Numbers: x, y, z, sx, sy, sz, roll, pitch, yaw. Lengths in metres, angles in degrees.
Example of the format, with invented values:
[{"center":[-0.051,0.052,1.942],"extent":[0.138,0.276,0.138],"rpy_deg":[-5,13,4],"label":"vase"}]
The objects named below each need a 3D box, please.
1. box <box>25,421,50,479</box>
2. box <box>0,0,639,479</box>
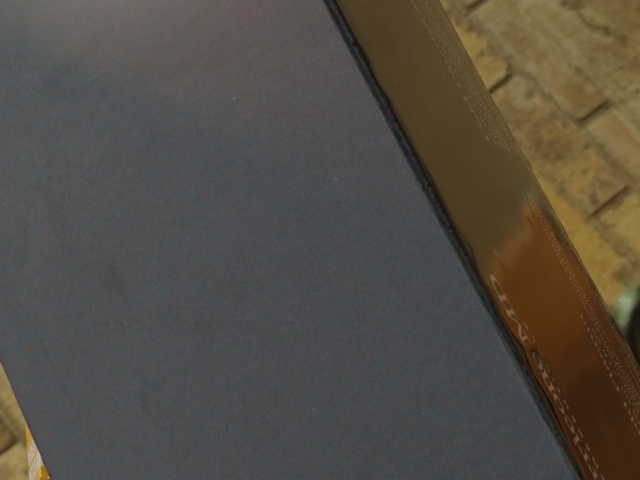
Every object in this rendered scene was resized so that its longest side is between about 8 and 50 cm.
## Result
[{"center":[-0.210,0.178,0.990],"extent":[0.081,0.028,0.136],"rpy_deg":[16,-158,-24],"label":"box"},{"center":[0.000,0.000,0.539],"extent":[0.343,0.179,0.312],"rpy_deg":[63,-164,11],"label":"box"}]
